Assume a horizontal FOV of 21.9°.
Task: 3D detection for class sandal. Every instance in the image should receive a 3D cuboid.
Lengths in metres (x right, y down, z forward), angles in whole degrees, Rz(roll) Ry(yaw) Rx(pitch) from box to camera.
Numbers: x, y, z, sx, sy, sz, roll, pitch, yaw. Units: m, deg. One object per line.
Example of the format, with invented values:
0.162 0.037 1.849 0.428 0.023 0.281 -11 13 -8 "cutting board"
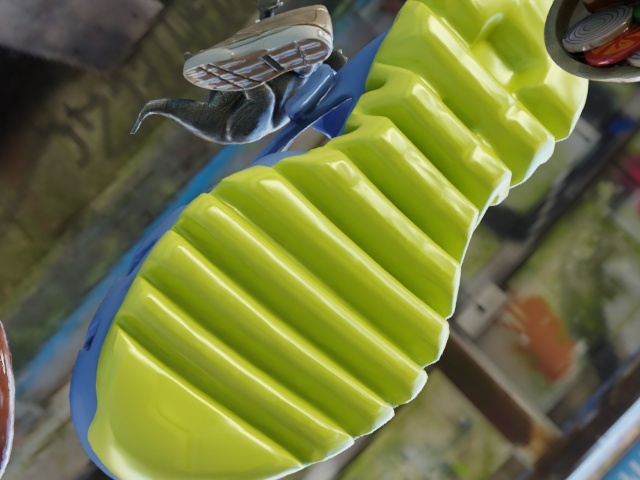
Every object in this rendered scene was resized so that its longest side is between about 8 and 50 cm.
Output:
0.000 0.000 0.744 0.317 0.126 0.138 -45 -169 -36 "sandal"

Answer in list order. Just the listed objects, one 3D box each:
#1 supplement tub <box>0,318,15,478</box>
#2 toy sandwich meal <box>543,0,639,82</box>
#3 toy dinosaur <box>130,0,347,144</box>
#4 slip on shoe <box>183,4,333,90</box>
-0.275 0.089 0.914 0.197 0.106 0.106 0 134 -23 "supplement tub"
0.102 -0.085 0.511 0.085 0.085 0.029 -41 125 -6 "toy sandwich meal"
-0.071 -0.177 1.928 0.313 0.121 0.160 -40 137 -25 "toy dinosaur"
-0.051 -0.160 1.358 0.135 0.041 0.051 -15 148 30 "slip on shoe"
